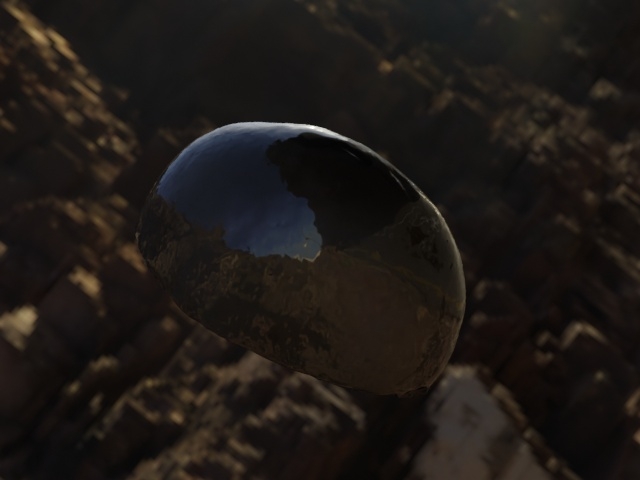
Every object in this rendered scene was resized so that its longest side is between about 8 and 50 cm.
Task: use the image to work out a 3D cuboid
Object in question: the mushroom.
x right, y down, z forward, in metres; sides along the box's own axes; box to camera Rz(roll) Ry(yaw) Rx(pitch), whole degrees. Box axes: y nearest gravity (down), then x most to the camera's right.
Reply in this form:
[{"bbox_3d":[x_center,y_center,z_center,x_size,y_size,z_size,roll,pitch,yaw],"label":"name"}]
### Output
[{"bbox_3d":[0.000,0.000,0.881,0.117,0.188,0.141,-59,4,40],"label":"mushroom"}]
